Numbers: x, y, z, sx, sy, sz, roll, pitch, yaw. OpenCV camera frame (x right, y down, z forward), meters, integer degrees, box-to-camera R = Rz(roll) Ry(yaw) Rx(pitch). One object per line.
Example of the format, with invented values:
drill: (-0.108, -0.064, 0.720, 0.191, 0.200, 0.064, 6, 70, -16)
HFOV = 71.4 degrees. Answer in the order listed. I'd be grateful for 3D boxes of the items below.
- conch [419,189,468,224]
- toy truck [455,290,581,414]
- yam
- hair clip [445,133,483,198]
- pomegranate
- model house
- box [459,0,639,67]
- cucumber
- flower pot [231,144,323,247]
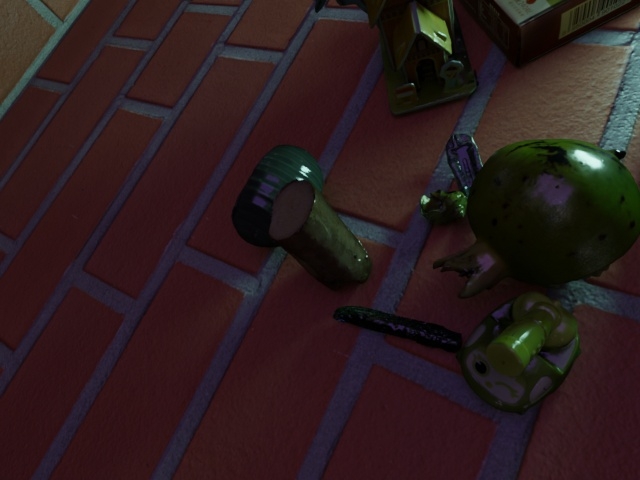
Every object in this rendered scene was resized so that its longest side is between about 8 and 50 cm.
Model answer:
conch: (0.244, -0.070, 0.896, 0.089, 0.074, 0.121, -15, 33, -20)
toy truck: (0.319, 0.160, 0.697, 0.187, 0.211, 0.148, -36, 56, -18)
yam: (0.002, 0.000, 0.877, 0.128, 0.238, 0.129, 22, 74, 44)
hair clip: (0.310, -0.121, 0.917, 0.065, 0.036, 0.229, -15, 65, 15)
pomegranate: (0.346, -0.028, 0.737, 0.340, 0.260, 0.260, -35, 58, -2)
model house: (0.146, -0.496, 0.991, 0.339, 0.324, 0.301, -11, 62, 17)
box: (0.518, -0.637, 1.026, 0.344, 0.122, 0.386, -26, 59, 9)
cucumber: (0.140, 0.162, 0.850, 0.256, 0.043, 0.044, 10, 65, 26)
flower pot: (-0.091, -0.096, 0.978, 0.157, 0.189, 0.243, 30, 70, -10)
